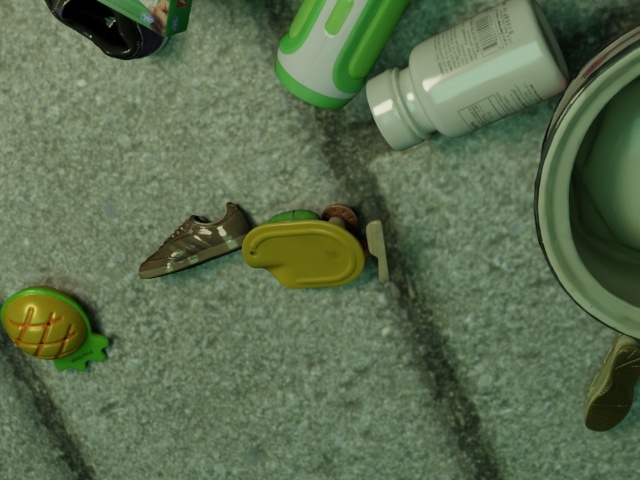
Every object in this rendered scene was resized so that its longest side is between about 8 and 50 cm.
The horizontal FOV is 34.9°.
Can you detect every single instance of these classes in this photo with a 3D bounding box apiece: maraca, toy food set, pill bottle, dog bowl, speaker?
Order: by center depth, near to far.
[{"bbox_3d":[0.443,-0.085,1.182,0.408,0.150,0.408,1,118,2],"label":"dog bowl"},{"bbox_3d":[0.052,-0.310,1.251,0.131,0.131,0.296,33,124,2],"label":"speaker"},{"bbox_3d":[0.180,-0.201,1.268,0.229,0.131,0.131,-23,102,22],"label":"pill bottle"},{"bbox_3d":[0.000,0.000,1.440,0.217,0.071,0.128,-3,133,19],"label":"toy food set"},{"bbox_3d":[-0.416,0.142,1.597,0.127,0.099,0.186,-27,125,20],"label":"maraca"}]

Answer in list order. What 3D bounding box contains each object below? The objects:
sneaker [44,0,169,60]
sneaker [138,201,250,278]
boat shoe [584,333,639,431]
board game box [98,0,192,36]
[{"bbox_3d":[-0.334,-0.352,1.367,0.283,0.124,0.107,39,115,0],"label":"sneaker"},{"bbox_3d":[-0.190,0.002,1.502,0.188,0.066,0.071,-19,87,17],"label":"sneaker"},{"bbox_3d":[0.403,0.197,1.406,0.056,0.048,0.153,10,120,0],"label":"boat shoe"},{"bbox_3d":[-0.276,-0.409,1.232,0.317,0.046,0.213,31,125,21],"label":"board game box"}]
